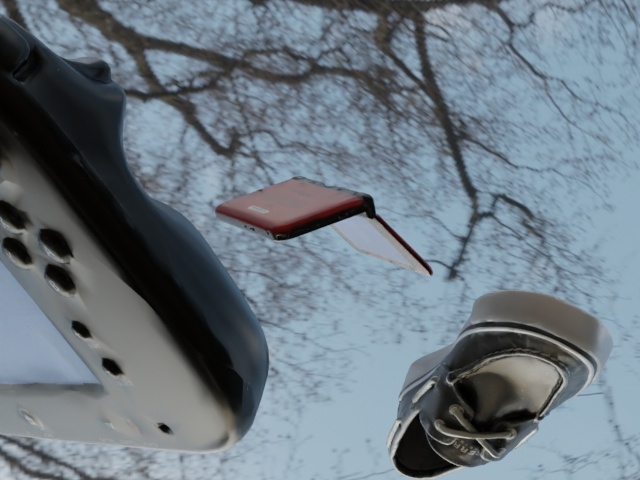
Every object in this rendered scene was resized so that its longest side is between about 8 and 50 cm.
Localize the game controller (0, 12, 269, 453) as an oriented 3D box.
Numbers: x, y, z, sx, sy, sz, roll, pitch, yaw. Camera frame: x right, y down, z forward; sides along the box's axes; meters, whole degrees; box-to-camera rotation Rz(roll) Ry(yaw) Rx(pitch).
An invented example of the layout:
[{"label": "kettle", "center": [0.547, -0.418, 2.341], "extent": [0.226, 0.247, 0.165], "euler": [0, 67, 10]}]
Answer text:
[{"label": "game controller", "center": [-0.141, 0.009, 0.528], "extent": [0.319, 0.067, 0.166], "euler": [-7, -65, 55]}]

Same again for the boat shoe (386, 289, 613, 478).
[{"label": "boat shoe", "center": [0.124, 0.126, 1.089], "extent": [0.108, 0.301, 0.102], "euler": [29, -115, -9]}]

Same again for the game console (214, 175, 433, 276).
[{"label": "game console", "center": [0.000, 0.000, 1.136], "extent": [0.124, 0.144, 0.085], "euler": [-21, -74, -21]}]
